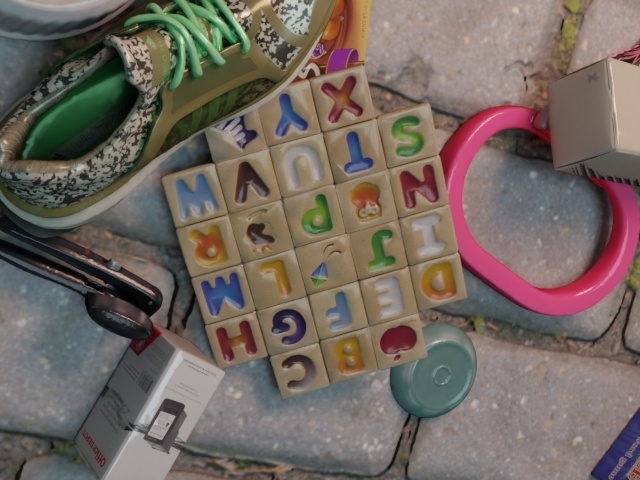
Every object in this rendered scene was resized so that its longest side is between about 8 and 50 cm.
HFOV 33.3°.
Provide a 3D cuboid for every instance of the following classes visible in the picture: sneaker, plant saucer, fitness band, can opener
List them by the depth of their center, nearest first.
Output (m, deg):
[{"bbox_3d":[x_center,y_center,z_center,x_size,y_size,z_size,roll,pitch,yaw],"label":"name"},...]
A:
[{"bbox_3d":[-0.134,-0.157,0.958,0.410,0.182,0.158,-43,93,-5],"label":"sneaker"},{"bbox_3d":[-0.239,0.030,1.057,0.186,0.073,0.059,34,94,-18],"label":"can opener"},{"bbox_3d":[0.258,-0.032,1.271,0.291,0.054,0.209,34,87,-25],"label":"fitness band"},{"bbox_3d":[0.141,0.158,1.277,0.119,0.021,0.119,-5,103,-24],"label":"plant saucer"},{"bbox_3d":[0.388,-0.212,1.288,0.119,0.057,0.047,-39,116,-11],"label":"sneaker"}]

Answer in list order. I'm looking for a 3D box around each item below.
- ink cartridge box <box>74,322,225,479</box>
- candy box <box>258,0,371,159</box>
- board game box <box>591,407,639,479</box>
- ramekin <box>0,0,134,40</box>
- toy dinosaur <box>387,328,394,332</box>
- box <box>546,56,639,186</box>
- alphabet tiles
[{"bbox_3d":[-0.175,0.171,1.086,0.063,0.109,0.150,31,88,-29],"label":"ink cartridge box"},{"bbox_3d":[-0.013,-0.176,1.115,0.109,0.053,0.186,2,100,-23],"label":"candy box"},{"bbox_3d":[0.536,0.236,1.309,0.066,0.318,0.318,42,82,-25],"label":"board game box"},{"bbox_3d":[-0.245,-0.310,0.938,0.273,0.127,0.273,-5,103,-24],"label":"ramekin"},{"bbox_3d":[0.065,0.052,1.202,0.183,0.053,0.092,-20,108,-19],"label":"toy dinosaur"},{"bbox_3d":[0.393,-0.124,1.247,0.275,0.094,0.113,8,74,-35],"label":"box"},{"bbox_3d":[0.000,0.000,1.126,0.285,0.011,0.342,-16,113,-4],"label":"alphabet tiles"}]
